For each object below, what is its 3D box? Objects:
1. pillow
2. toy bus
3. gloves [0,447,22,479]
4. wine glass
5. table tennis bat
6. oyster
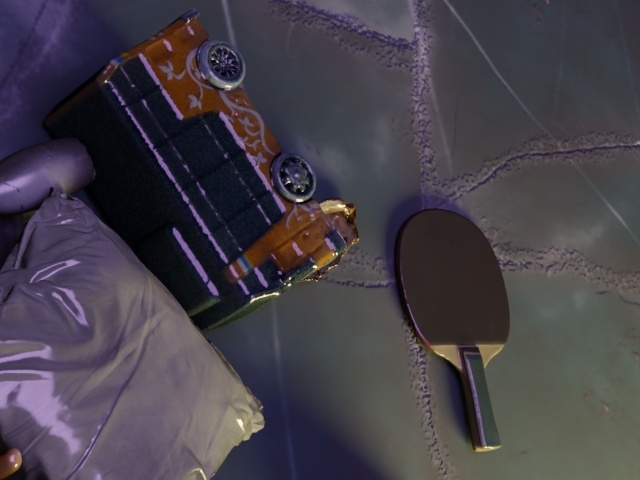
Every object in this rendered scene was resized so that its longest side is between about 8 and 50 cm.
[{"bbox_3d":[-0.198,0.128,1.542,0.310,0.138,0.283,53,42,-12],"label":"pillow"},{"bbox_3d":[-0.118,-0.056,1.678,0.167,0.138,0.275,-37,96,-40],"label":"toy bus"},{"bbox_3d":[-0.295,0.233,1.351,0.152,0.197,0.301,-6,107,-15],"label":"gloves"},{"bbox_3d":[-0.292,-0.045,1.582,0.198,0.066,0.066,-26,90,-43],"label":"wine glass"},{"bbox_3d":[0.153,0.094,1.916,0.154,0.021,0.274,2,69,-38],"label":"table tennis bat"},{"bbox_3d":[-0.001,0.000,1.822,0.132,0.029,0.086,-6,82,-43],"label":"oyster"}]
